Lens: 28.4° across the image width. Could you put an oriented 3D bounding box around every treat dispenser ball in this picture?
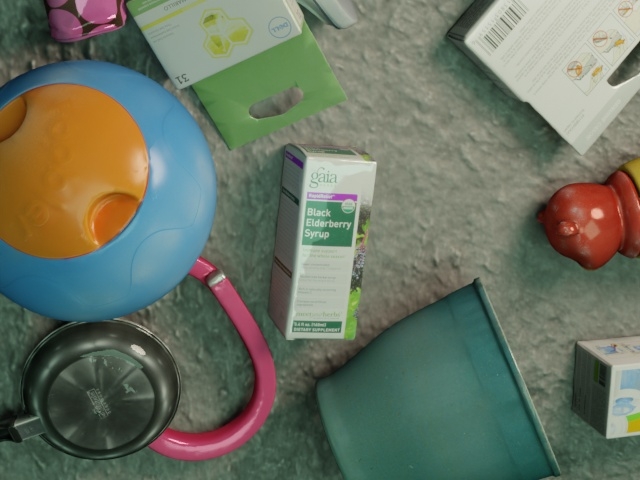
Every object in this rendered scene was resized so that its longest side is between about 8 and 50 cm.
[{"bbox_3d":[-0.259,-0.054,1.395,0.288,0.288,0.288,-5,107,-17],"label":"treat dispenser ball"}]

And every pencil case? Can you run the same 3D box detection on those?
[{"bbox_3d":[-0.272,-0.331,1.420,0.098,0.095,0.209,-16,113,-28],"label":"pencil case"}]

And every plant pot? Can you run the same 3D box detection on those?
[{"bbox_3d":[0.140,0.220,1.633,0.255,0.271,0.271,-23,112,6],"label":"plant pot"}]

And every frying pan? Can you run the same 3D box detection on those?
[{"bbox_3d":[-0.332,0.190,1.541,0.326,0.053,0.197,-2,110,-10],"label":"frying pan"}]

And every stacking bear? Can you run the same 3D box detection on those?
[{"bbox_3d":[0.443,-0.038,1.704,0.289,0.175,0.164,-11,111,-7],"label":"stacking bear"}]

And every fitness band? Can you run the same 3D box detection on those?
[{"bbox_3d":[-0.177,0.148,1.608,0.209,0.054,0.290,-32,111,-7],"label":"fitness band"}]

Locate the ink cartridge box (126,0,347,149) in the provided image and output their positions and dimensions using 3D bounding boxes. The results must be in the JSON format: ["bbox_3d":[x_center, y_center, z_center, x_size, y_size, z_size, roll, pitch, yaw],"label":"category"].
[{"bbox_3d":[-0.094,-0.220,1.485,0.171,0.056,0.235,-22,116,17],"label":"ink cartridge box"}]

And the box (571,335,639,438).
[{"bbox_3d":[0.476,0.203,1.806,0.203,0.103,0.114,-4,107,-17],"label":"box"}]

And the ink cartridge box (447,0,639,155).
[{"bbox_3d":[0.339,-0.289,1.643,0.239,0.060,0.275,40,90,-24],"label":"ink cartridge box"}]

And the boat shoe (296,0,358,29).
[{"bbox_3d":[-0.059,-0.339,1.495,0.084,0.095,0.258,-33,114,24],"label":"boat shoe"}]

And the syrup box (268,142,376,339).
[{"bbox_3d":[0.000,0.000,1.598,0.093,0.096,0.236,2,106,-18],"label":"syrup box"}]
